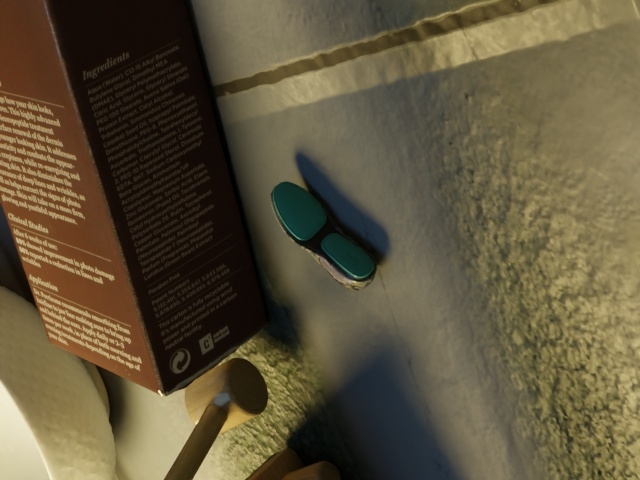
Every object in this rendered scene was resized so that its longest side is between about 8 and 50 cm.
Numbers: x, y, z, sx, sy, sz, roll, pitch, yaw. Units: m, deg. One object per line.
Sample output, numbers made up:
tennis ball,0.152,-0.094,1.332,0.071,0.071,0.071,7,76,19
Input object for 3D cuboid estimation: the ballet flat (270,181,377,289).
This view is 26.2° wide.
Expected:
ballet flat,0.000,0.000,1.118,0.114,0.041,0.041,45,144,19

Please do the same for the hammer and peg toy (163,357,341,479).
hammer and peg toy,-0.065,0.310,1.249,0.127,0.266,0.361,-27,96,37

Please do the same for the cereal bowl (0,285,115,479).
cereal bowl,-0.351,0.188,1.608,0.339,0.141,0.339,30,137,33

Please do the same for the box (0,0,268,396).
box,-0.192,-0.073,1.209,0.191,0.143,0.381,18,131,44
